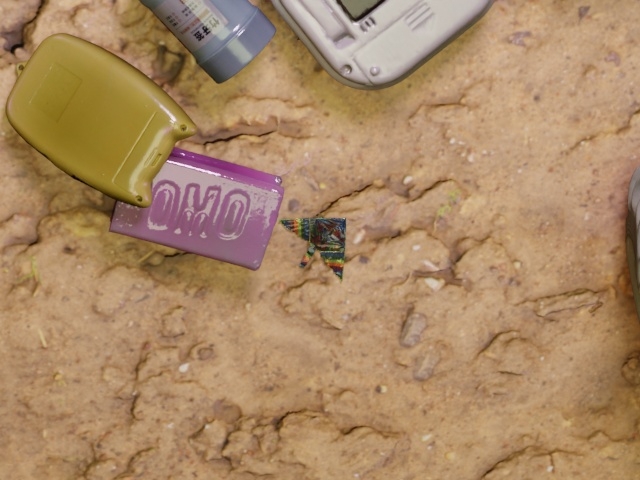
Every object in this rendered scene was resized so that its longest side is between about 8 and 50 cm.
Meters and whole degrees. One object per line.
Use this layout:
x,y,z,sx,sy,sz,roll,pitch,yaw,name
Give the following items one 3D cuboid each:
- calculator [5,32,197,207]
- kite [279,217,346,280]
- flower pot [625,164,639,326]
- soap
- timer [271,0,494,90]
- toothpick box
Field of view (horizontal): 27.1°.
-0.278,-0.151,1.613,0.236,0.033,0.157,33,98,9,calculator
0.000,0.000,1.748,0.122,0.004,0.090,39,102,-17,kite
0.486,0.085,1.691,0.165,0.254,0.367,-9,113,14,flower pot
-0.158,-0.046,1.684,0.203,0.065,0.122,15,107,-10,soap
0.076,-0.321,1.598,0.262,0.087,0.237,-38,108,6,timer
-0.140,-0.275,1.586,0.101,0.101,0.153,-42,107,9,toothpick box
